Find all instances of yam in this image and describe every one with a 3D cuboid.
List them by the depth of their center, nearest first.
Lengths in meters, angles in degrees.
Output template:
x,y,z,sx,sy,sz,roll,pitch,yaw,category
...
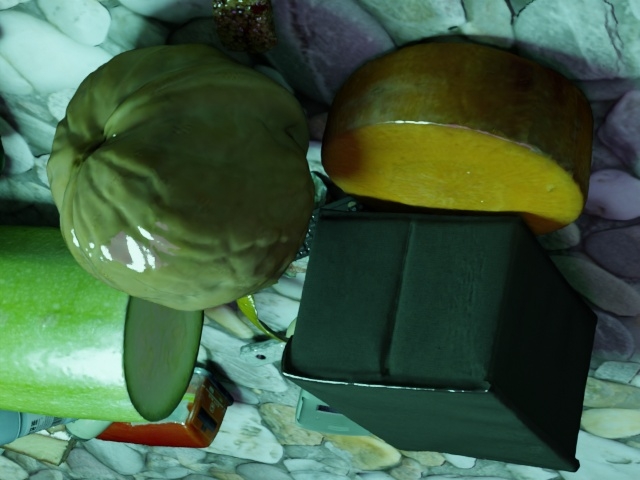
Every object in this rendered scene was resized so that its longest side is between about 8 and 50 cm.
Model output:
x,y,z,sx,sy,sz,roll,pitch,yaw,category
-0.533,0.306,2.172,0.238,0.129,0.128,20,-178,-6,yam

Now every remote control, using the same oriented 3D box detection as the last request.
x,y,z,sx,sy,sz,roll,pitch,yaw,category
0.038,0.238,1.847,0.140,0.056,0.296,8,159,-1,remote control

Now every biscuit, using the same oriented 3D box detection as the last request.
x,y,z,sx,sy,sz,roll,pitch,yaw,category
-0.083,-0.259,1.212,0.064,0.034,0.199,6,146,13,biscuit

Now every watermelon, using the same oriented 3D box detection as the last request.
x,y,z,sx,sy,sz,roll,pitch,yaw,category
0.000,0.000,1.542,0.139,0.071,0.187,15,147,-7,watermelon

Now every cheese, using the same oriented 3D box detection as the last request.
x,y,z,sx,sy,sz,roll,pitch,yaw,category
-0.026,0.146,1.781,0.235,0.050,0.127,-17,139,36,cheese

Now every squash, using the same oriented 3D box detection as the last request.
x,y,z,sx,sy,sz,roll,pitch,yaw,category
-0.378,0.105,1.678,0.384,0.263,0.263,4,145,18,squash

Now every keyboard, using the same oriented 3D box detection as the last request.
x,y,z,sx,sy,sz,roll,pitch,yaw,category
0.009,-0.016,1.480,0.198,0.010,0.063,-21,129,6,keyboard

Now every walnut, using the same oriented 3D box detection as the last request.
x,y,z,sx,sy,sz,roll,pitch,yaw,category
-0.142,-0.067,1.305,0.285,0.296,0.285,-20,137,-20,walnut

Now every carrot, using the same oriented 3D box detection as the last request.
x,y,z,sx,sy,sz,roll,pitch,yaw,category
0.140,-0.097,1.326,0.307,0.100,0.258,-3,145,38,carrot

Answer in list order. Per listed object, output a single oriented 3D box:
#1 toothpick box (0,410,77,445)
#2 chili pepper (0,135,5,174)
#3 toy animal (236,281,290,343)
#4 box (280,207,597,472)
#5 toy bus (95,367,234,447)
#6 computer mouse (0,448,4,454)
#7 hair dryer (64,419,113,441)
x,y,z,sx,sy,sz,roll,pitch,yaw,category
-0.437,0.241,1.838,0.153,0.101,0.101,-13,171,-43,toothpick box
-0.516,-0.056,1.504,0.233,0.257,0.248,14,141,0,chili pepper
-0.104,0.047,1.638,0.219,0.155,0.095,34,105,-27,toy animal
0.154,0.122,1.456,0.251,0.204,0.345,2,159,28,box
-0.284,0.266,2.006,0.265,0.120,0.121,0,147,25,toy bus
-0.652,0.374,2.370,0.113,0.068,0.229,22,147,-12,computer mouse
-0.351,0.171,1.921,0.219,0.225,0.088,-35,168,23,hair dryer
